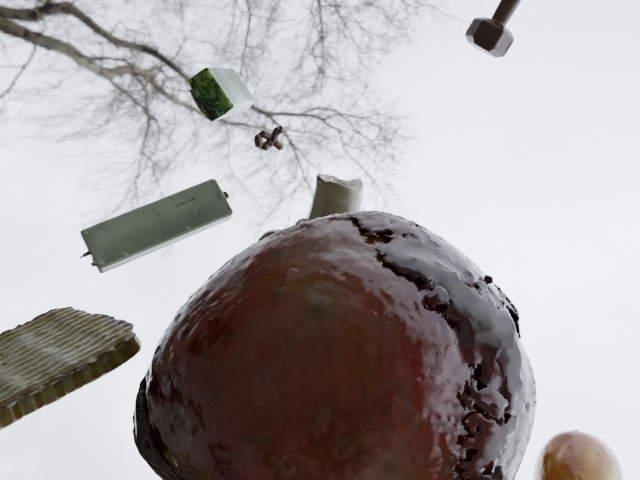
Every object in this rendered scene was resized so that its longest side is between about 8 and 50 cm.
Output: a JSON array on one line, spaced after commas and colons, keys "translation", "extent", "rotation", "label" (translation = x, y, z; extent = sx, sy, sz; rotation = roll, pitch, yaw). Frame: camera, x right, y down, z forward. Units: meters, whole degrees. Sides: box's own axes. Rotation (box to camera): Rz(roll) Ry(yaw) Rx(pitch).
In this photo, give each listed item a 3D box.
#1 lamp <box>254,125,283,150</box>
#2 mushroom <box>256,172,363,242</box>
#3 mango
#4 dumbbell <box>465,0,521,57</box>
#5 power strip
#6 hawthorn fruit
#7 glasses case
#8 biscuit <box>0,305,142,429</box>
[{"translation": [-0.130, -0.257, 1.760], "extent": [0.031, 0.083, 0.063], "rotation": [6, -77, 58], "label": "lamp"}, {"translation": [0.000, 0.000, 1.506], "extent": [0.293, 0.293, 0.289], "rotation": [14, -79, 39], "label": "mushroom"}, {"translation": [0.337, 0.344, 0.911], "extent": [0.113, 0.219, 0.144], "rotation": [-8, -65, 24], "label": "mango"}, {"translation": [0.374, -0.473, 1.352], "extent": [0.082, 0.092, 0.230], "rotation": [40, -73, 38], "label": "dumbbell"}, {"translation": [-0.379, -0.035, 1.606], "extent": [0.106, 0.367, 0.043], "rotation": [61, -23, 12], "label": "power strip"}, {"translation": [0.008, 0.123, 0.553], "extent": [0.316, 0.316, 0.315], "rotation": [6, -81, 40], "label": "hawthorn fruit"}, {"translation": [-0.204, -0.306, 1.455], "extent": [0.062, 0.272, 0.095], "rotation": [-33, -82, 10], "label": "glasses case"}, {"translation": [-0.285, 0.125, 0.570], "extent": [0.172, 0.255, 0.029], "rotation": [4, -65, 48], "label": "biscuit"}]
